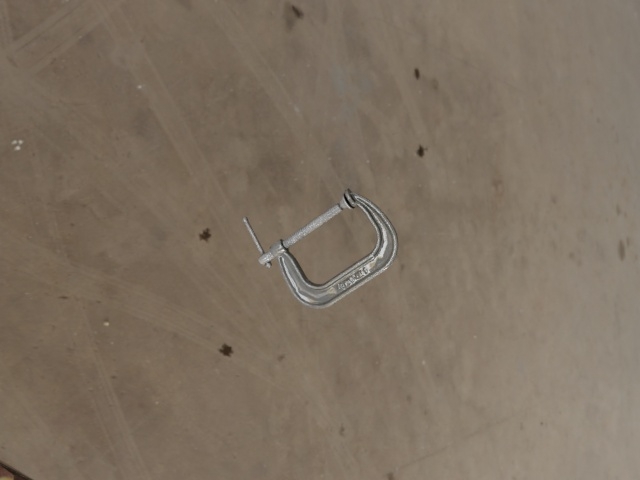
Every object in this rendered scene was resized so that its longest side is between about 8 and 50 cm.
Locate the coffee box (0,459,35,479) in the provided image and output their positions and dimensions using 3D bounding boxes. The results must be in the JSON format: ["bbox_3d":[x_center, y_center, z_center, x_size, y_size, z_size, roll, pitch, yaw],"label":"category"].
[{"bbox_3d":[-0.443,0.217,0.617,0.297,0.168,0.119,40,59,-22],"label":"coffee box"}]

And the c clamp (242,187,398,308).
[{"bbox_3d":[0.000,0.000,0.696,0.137,0.160,0.022,65,20,11],"label":"c clamp"}]
